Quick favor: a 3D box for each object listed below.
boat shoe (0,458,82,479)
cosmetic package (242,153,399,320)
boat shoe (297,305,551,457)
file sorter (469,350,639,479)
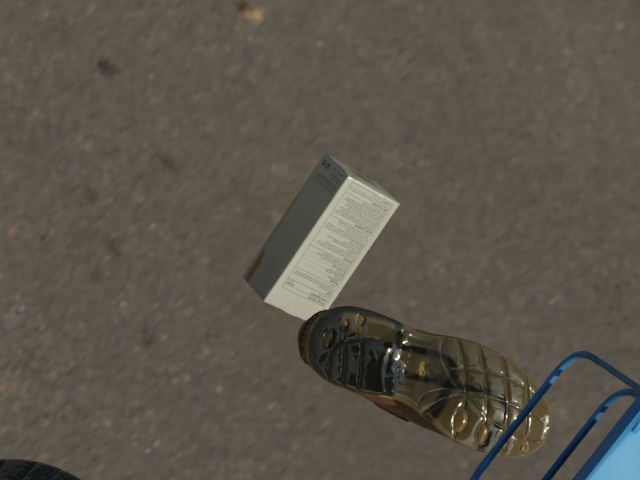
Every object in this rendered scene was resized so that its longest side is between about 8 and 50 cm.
[{"bbox_3d":[-0.345,0.283,1.722,0.118,0.320,0.103,-50,131,-58],"label":"boat shoe"},{"bbox_3d":[0.000,0.000,1.332,0.060,0.115,0.041,28,11,-39],"label":"cosmetic package"},{"bbox_3d":[0.066,0.087,1.149,0.178,0.060,0.064,24,85,-16],"label":"boat shoe"},{"bbox_3d":[0.182,0.158,0.985,0.170,0.118,0.104,38,-1,-23],"label":"file sorter"}]
